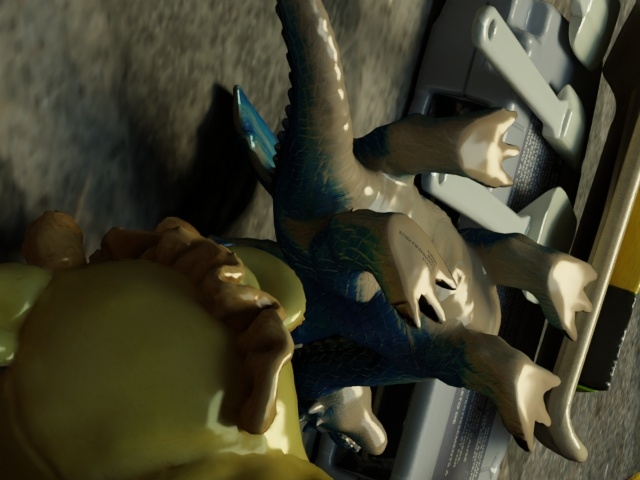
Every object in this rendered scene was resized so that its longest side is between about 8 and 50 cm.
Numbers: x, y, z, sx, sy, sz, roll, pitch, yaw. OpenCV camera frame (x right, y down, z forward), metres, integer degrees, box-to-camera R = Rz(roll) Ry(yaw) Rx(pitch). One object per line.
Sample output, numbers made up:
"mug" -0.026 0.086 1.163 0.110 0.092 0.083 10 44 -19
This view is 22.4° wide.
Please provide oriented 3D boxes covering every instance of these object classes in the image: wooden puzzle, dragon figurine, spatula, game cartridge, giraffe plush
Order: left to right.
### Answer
"giraffe plush" -0.044 0.081 0.427 0.210 0.170 0.181 -37 157 6
"dragon figurine" 0.000 0.000 0.561 0.289 0.144 0.085 48 56 -46
"game cartridge" 0.074 0.029 0.825 0.196 0.060 0.294 15 91 -66
"spatula" 0.099 -0.062 0.727 0.242 0.019 0.168 26 81 -70
"wooden puzzle" 0.160 0.002 0.892 0.221 0.044 0.238 49 54 -83

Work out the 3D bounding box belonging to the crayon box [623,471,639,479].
"crayon box" 0.102 0.311 0.655 0.363 0.313 0.106 -25 168 -49
